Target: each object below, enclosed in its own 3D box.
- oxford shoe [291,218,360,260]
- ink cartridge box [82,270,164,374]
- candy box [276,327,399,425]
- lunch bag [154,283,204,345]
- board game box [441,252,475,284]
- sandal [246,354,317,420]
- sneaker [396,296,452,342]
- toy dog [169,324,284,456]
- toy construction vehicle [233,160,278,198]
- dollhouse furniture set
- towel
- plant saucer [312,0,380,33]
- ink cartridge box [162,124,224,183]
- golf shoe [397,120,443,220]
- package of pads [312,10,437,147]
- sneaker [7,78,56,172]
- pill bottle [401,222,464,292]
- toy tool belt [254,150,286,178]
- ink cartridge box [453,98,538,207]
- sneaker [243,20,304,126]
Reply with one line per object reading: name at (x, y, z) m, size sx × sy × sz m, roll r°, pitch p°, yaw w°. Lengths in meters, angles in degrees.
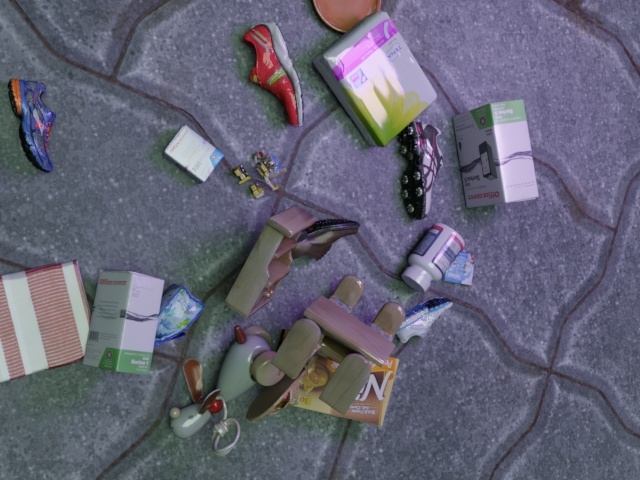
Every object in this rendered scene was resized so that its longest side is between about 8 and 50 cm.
oxford shoe at (0.000, 0.000, 1.813) m, size 0.227 × 0.083 × 0.096 m, roll -15°, pitch 107°, yaw -15°
ink cartridge box at (-0.450, 0.186, 1.576) m, size 0.092 × 0.160 × 0.220 m, roll 17°, pitch 77°, yaw -44°
candy box at (0.033, 0.358, 1.804) m, size 0.316 × 0.087 × 0.183 m, roll 18°, pitch 84°, yaw -19°
lunch bag at (-0.360, 0.186, 1.643) m, size 0.096 × 0.129 × 0.151 m, roll 46°, pitch 73°, yaw -14°
board game box at (0.397, 0.078, 1.980) m, size 0.090 × 0.020 × 0.090 m, roll 9°, pitch 87°, yaw -20°
sandal at (-0.071, 0.365, 1.680) m, size 0.240 × 0.088 × 0.079 m, roll -49°, pitch 115°, yaw -15°
sneaker at (0.288, 0.223, 1.919) m, size 0.190 × 0.071 × 0.083 m, roll -25°, pitch 104°, yaw -10°
toy dog at (-0.239, 0.327, 1.660) m, size 0.334 × 0.220 × 0.161 m, roll -53°, pitch 128°, yaw -23°
toy construction vehicle at (-0.165, -0.155, 1.752) m, size 0.085 × 0.035 × 0.098 m, roll -26°, pitch 108°, yaw 19°
dollhouse furniture set at (0.014, 0.136, 1.634) m, size 0.394 × 0.362 × 0.256 m, roll 33°, pitch 112°, yaw 10°
towel at (-0.697, 0.194, 1.571) m, size 0.329 × 0.037 × 0.237 m, roll -14°, pitch 92°, yaw -21°
plant saucer at (0.066, -0.656, 1.865) m, size 0.199 × 0.037 × 0.200 m, roll 1°, pitch 88°, yaw -20°
ink cartridge box at (-0.317, -0.213, 1.708) m, size 0.122 × 0.052 × 0.088 m, roll 38°, pitch 76°, yaw -17°
golf shoe at (0.292, -0.193, 1.906) m, size 0.120 × 0.105 × 0.273 m, roll -2°, pitch 90°, yaw -27°
package of pads at (0.154, -0.432, 1.844) m, size 0.229 × 0.101 × 0.296 m, roll -42°, pitch 112°, yaw -15°
sneaker at (-0.645, -0.265, 1.577) m, size 0.087 × 0.083 × 0.221 m, roll -15°, pitch 98°, yaw -28°
pill bottle at (0.306, 0.050, 1.901) m, size 0.108 × 0.108 × 0.180 m, roll 43°, pitch 76°, yaw -14°
toy tool belt at (-0.126, -0.202, 1.775) m, size 0.083 × 0.051 × 0.052 m, roll 53°, pitch 36°, yaw -13°
ink cartridge box at (0.485, -0.236, 1.924) m, size 0.114 × 0.198 × 0.273 m, roll -10°, pitch 92°, yaw -20°
sneaker at (-0.120, -0.418, 1.775) m, size 0.118 × 0.107 × 0.279 m, roll -21°, pitch 93°, yaw -1°
